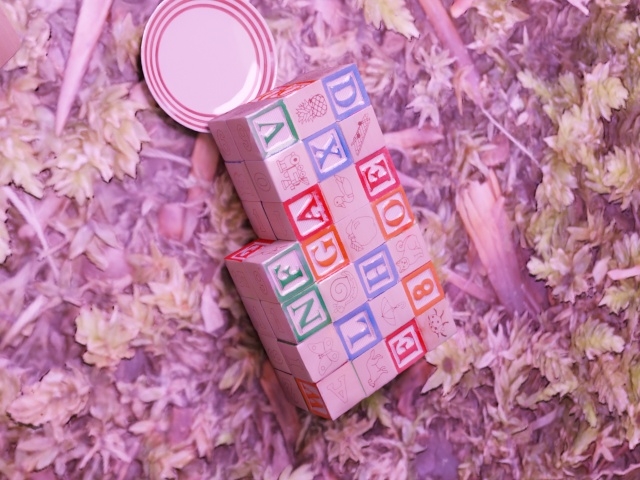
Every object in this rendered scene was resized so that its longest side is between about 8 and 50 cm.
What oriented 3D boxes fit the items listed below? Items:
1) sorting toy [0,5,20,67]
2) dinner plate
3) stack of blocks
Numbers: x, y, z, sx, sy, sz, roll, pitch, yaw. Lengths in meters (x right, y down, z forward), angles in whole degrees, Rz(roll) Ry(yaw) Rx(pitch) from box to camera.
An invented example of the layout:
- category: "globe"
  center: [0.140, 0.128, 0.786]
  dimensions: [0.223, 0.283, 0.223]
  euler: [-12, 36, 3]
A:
- category: "sorting toy"
  center: [-0.372, -0.148, 0.678]
  dimensions: [0.089, 0.257, 0.255]
  euler: [34, 72, 20]
- category: "dinner plate"
  center: [-0.107, -0.173, 0.940]
  dimensions: [0.141, 0.017, 0.141]
  euler: [0, 89, -30]
- category: "stack of blocks"
  center: [0.000, 0.000, 0.952]
  dimensions: [0.171, 0.087, 0.297]
  euler: [-30, 108, -26]
